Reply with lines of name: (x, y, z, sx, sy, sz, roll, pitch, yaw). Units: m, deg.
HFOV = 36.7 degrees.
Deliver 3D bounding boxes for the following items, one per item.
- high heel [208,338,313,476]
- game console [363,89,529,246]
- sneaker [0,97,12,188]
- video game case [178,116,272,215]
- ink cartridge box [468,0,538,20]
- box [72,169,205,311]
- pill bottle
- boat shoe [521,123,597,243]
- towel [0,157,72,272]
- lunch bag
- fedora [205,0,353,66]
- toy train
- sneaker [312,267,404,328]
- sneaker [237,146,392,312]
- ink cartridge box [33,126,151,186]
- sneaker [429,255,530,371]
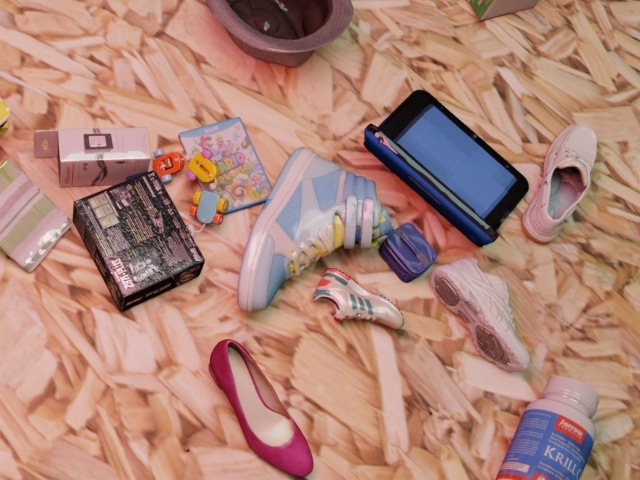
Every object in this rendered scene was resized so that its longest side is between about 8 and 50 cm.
high heel: (-0.085, 0.257, 1.487, 0.082, 0.117, 0.244, -30, 79, -25)
game console: (0.237, -0.145, 1.726, 0.293, 0.250, 0.173, 41, 90, 4)
sneaker: (-0.577, -0.228, 1.551, 0.147, 0.145, 0.385, 3, 77, -25)
video game case: (-0.163, -0.130, 1.683, 0.119, 0.015, 0.166, -19, 74, -22)
ink cartridge box: (0.353, -0.572, 1.977, 0.153, 0.087, 0.208, -20, 74, -23)
box: (-0.294, 0.000, 1.556, 0.147, 0.077, 0.180, -26, 77, -24)
pill bottle: (0.378, 0.339, 1.583, 0.124, 0.124, 0.222, 31, 63, -2)
boat shoe: (0.471, -0.120, 1.817, 0.098, 0.096, 0.277, 28, 63, -3)
towel: (-0.471, -0.039, 1.507, 0.152, 0.023, 0.113, 52, 58, -32)
lunch bag: (0.152, 0.017, 1.685, 0.067, 0.065, 0.098, -37, 82, -26)
fedora: (-0.084, -0.409, 1.761, 0.275, 0.124, 0.244, 37, 61, 11)
toy train: (-0.217, -0.088, 1.629, 0.125, 0.046, 0.166, -25, 81, 19)
sneaker: (0.060, 0.117, 1.625, 0.161, 0.057, 0.075, 33, 66, 4)
sneaker: (0.000, 0.000, 1.595, 0.208, 0.127, 0.319, 19, 64, 9)
ink cartridge box: (-0.374, -0.135, 1.575, 0.180, 0.104, 0.060, -4, 70, -17)
sneaker: (0.301, 0.118, 1.676, 0.115, 0.090, 0.232, -31, 80, -28)
